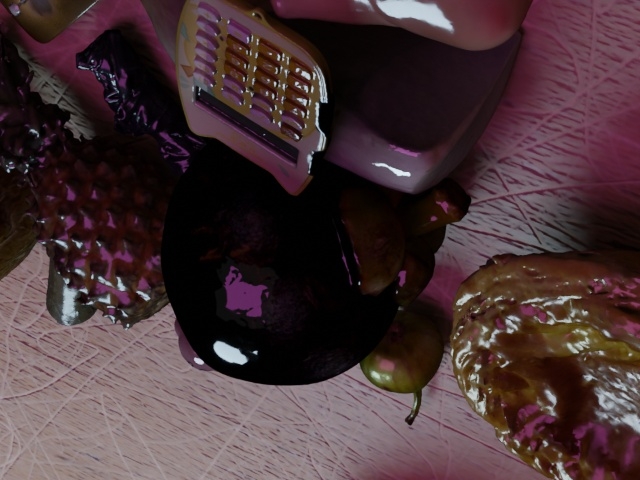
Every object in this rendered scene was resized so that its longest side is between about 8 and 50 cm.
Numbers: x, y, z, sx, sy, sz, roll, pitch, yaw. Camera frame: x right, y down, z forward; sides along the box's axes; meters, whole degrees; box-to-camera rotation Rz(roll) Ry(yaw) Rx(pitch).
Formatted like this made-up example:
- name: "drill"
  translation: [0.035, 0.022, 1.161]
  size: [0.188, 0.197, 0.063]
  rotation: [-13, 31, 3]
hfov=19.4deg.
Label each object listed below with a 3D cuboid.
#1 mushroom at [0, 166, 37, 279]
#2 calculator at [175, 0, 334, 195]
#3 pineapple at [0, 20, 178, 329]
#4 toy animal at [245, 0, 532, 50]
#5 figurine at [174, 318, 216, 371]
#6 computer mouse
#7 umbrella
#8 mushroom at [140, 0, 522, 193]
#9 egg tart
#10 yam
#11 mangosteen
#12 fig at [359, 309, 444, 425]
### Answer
- name: "mushroom"
  translation: [-0.437, -0.052, 2.127]
  size: [0.278, 0.146, 0.278]
  rotation: [-4, 122, -7]
- name: "calculator"
  translation: [-0.054, -0.132, 1.590]
  size: [0.157, 0.033, 0.236]
  rotation: [34, 156, 11]
- name: "pineapple"
  translation: [-0.270, -0.077, 2.028]
  size: [0.361, 0.175, 0.175]
  rotation: [53, 141, 7]
- name: "toy animal"
  translation: [0.066, -0.262, 1.531]
  size: [0.326, 0.269, 0.237]
  rotation: [38, 155, 61]
- name: "figurine"
  translation: [-0.130, 0.113, 2.138]
  size: [0.083, 0.071, 0.067]
  rotation: [39, 99, -8]
- name: "computer mouse"
  translation: [-0.279, -0.270, 1.929]
  size: [0.102, 0.045, 0.199]
  rotation: [52, 139, -9]
- name: "umbrella"
  translation: [-0.168, -0.121, 1.960]
  size: [0.224, 0.071, 0.080]
  rotation: [46, 169, -13]
- name: "mushroom"
  translation: [-0.030, -0.180, 1.713]
  size: [0.397, 0.177, 0.126]
  rotation: [25, 157, 17]
- name: "egg tart"
  translation: [0.287, 0.117, 1.742]
  size: [0.352, 0.150, 0.352]
  rotation: [26, 144, 21]
- name: "yam"
  translation: [-0.284, 0.018, 2.180]
  size: [0.068, 0.068, 0.169]
  rotation: [28, 135, 16]
- name: "mangosteen"
  translation: [0.000, 0.000, 1.787]
  size: [0.302, 0.275, 0.275]
  rotation: [-15, 117, 23]
- name: "fig"
  translation: [0.081, 0.130, 1.983]
  size: [0.093, 0.093, 0.166]
  rotation: [33, 160, 10]
